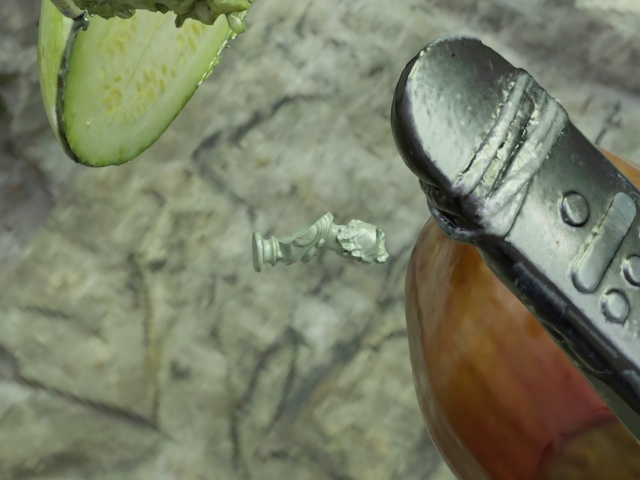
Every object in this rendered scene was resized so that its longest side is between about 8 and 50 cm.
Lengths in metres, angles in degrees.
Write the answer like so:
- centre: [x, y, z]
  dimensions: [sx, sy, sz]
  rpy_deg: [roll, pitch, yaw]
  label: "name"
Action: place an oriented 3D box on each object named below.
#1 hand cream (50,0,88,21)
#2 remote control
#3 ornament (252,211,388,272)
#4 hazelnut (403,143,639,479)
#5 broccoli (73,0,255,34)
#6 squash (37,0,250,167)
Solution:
- centre: [-0.226, -0.215, 1.427]
  dimensions: [0.035, 0.022, 0.102]
  rpy_deg: [33, -7, 30]
  label: "hand cream"
- centre: [0.120, 0.014, 0.785]
  dimensions: [0.266, 0.090, 0.066]
  rpy_deg: [45, -38, -17]
  label: "remote control"
- centre: [-0.003, 0.000, 1.215]
  dimensions: [0.092, 0.068, 0.041]
  rpy_deg: [-4, -88, 19]
  label: "ornament"
- centre: [0.234, 0.094, 1.489]
  dimensions: [0.366, 0.366, 0.366]
  rpy_deg: [14, -50, 17]
  label: "hazelnut"
- centre: [-0.184, -0.211, 1.071]
  dimensions: [0.353, 0.397, 0.275]
  rpy_deg: [-24, -67, 11]
  label: "broccoli"
- centre: [-0.163, -0.226, 1.612]
  dimensions: [0.210, 0.309, 0.233]
  rpy_deg: [-7, -31, 12]
  label: "squash"
